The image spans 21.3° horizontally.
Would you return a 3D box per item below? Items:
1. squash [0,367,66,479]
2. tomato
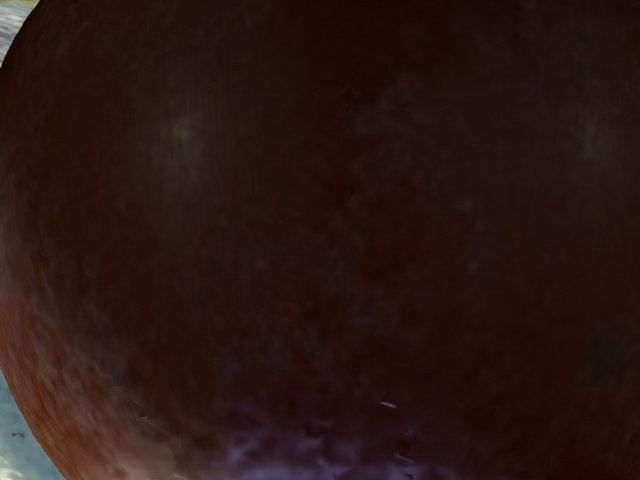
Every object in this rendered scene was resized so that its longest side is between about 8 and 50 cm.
[{"bbox_3d":[-0.087,0.038,0.773,0.111,0.203,0.288,7,139,34],"label":"squash"},{"bbox_3d":[0.023,0.003,0.541,0.265,0.264,0.265,10,174,1],"label":"tomato"}]
